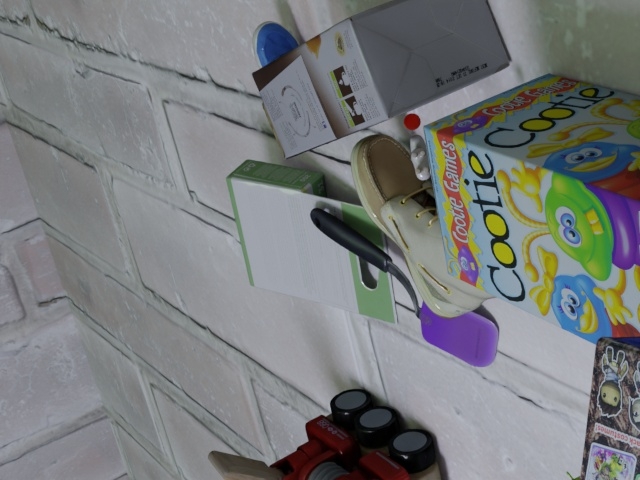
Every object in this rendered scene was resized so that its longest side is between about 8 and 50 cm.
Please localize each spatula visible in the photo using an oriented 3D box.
[{"bbox_3d":[0.086,0.045,1.473,0.296,0.030,0.084,41,148,35],"label":"spatula"}]

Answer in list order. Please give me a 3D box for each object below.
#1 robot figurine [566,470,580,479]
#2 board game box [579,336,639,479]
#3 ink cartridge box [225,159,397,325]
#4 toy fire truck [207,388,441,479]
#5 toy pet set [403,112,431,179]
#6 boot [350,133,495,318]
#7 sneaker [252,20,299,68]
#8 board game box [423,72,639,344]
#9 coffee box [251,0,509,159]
[{"bbox_3d":[0.276,0.283,1.287,0.101,0.067,0.115,-5,108,55],"label":"robot figurine"},{"bbox_3d":[0.297,0.216,0.855,0.141,0.232,0.291,18,104,60],"label":"board game box"},{"bbox_3d":[0.000,0.000,1.618,0.235,0.056,0.171,12,127,32],"label":"ink cartridge box"},{"bbox_3d":[0.004,0.300,1.649,0.217,0.246,0.158,28,138,55],"label":"toy fire truck"},{"bbox_3d":[0.145,-0.068,1.184,0.065,0.122,0.114,-18,-79,-81],"label":"toy pet set"},{"bbox_3d":[0.123,-0.027,1.301,0.213,0.077,0.165,61,157,-2],"label":"boot"},{"bbox_3d":[-0.023,-0.178,1.478,0.084,0.058,0.152,23,137,65],"label":"sneaker"},{"bbox_3d":[0.224,-0.022,1.007,0.275,0.144,0.142,26,135,54],"label":"board game box"},{"bbox_3d":[0.049,-0.162,1.244,0.246,0.141,0.098,-13,101,66],"label":"coffee box"}]
